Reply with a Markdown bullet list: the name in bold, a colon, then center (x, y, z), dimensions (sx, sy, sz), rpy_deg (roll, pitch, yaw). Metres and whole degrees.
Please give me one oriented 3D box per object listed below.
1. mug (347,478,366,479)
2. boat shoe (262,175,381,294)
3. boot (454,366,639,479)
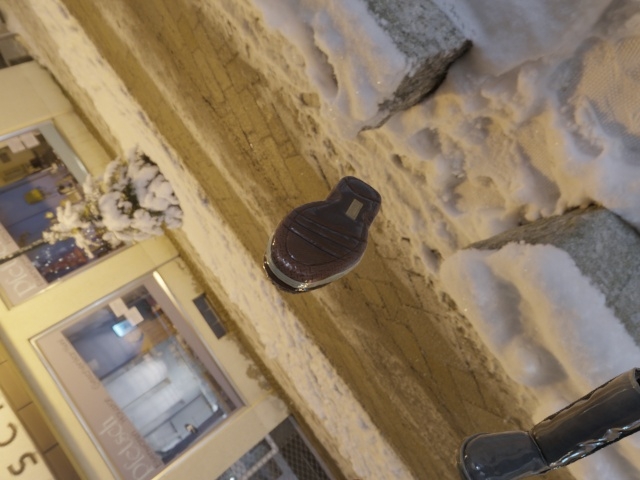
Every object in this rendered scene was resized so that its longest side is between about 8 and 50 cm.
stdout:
- **mug**: center (0.077, 0.421, 0.572), dimensions (0.113, 0.170, 0.150), rpy_deg (33, 124, 50)
- **boat shoe**: center (0.007, 0.005, 0.496), dimensions (0.095, 0.257, 0.095), rpy_deg (38, 123, 8)
- **boot**: center (0.284, 0.223, 0.468), dimensions (0.208, 0.190, 0.076), rpy_deg (-52, 46, 42)
